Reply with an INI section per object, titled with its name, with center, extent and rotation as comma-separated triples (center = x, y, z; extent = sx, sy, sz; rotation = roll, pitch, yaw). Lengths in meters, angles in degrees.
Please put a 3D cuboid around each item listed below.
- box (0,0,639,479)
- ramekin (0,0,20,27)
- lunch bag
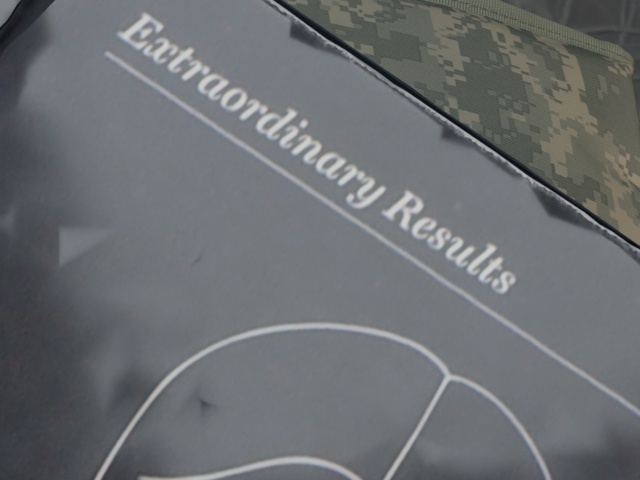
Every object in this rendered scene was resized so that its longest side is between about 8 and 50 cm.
[box]
center = -0.053, 0.162, 0.506
extent = 0.293, 0.212, 0.395
rotation = 34, 76, 0
[ramekin]
center = -0.228, -0.124, 0.800
extent = 0.207, 0.109, 0.207
rotation = 14, 51, -18
[lunch bag]
center = 0.000, 0.000, 0.785
extent = 0.287, 0.169, 0.235
rotation = 17, 47, -21
